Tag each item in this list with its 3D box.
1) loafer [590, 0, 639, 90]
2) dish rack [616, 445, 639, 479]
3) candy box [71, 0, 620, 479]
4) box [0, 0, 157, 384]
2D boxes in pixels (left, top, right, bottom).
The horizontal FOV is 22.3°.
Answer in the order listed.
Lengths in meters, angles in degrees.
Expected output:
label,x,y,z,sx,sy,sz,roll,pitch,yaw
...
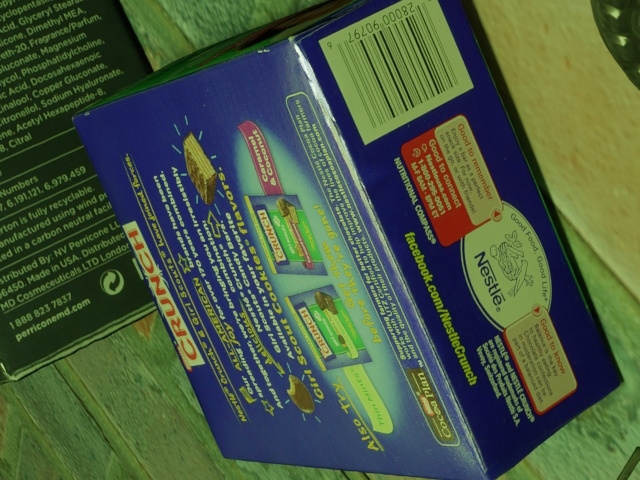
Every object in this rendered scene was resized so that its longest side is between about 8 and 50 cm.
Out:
label,x,y,z,sx,sy,sz,roll,pitch,yaw
loafer,0.228,-0.157,0.470,0.134,0.130,0.366,47,141,-13
dish rack,0.191,0.048,0.598,0.074,0.271,0.208,32,173,4
candy box,0.000,0.000,1.000,0.317,0.122,0.268,-7,109,58
box,-0.287,-0.094,1.287,0.293,0.212,0.395,-18,100,61
